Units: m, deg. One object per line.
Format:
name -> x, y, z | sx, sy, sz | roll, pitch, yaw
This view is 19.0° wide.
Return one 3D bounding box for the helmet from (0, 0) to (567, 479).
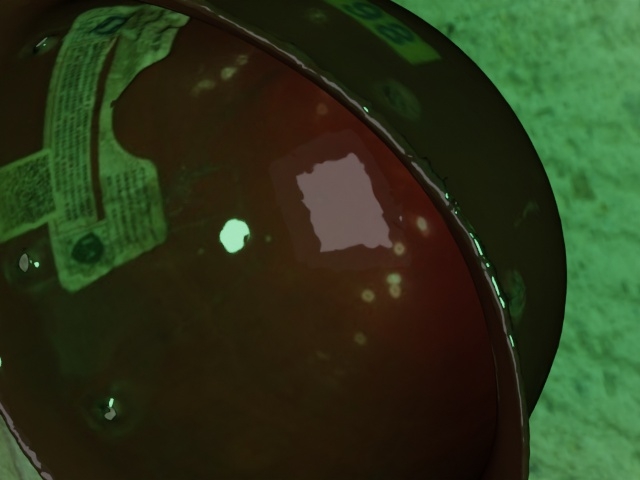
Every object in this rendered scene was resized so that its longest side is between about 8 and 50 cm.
helmet -> 0.000, 0.000, 1.012 | 0.385, 0.230, 0.337 | 24, 125, 27
